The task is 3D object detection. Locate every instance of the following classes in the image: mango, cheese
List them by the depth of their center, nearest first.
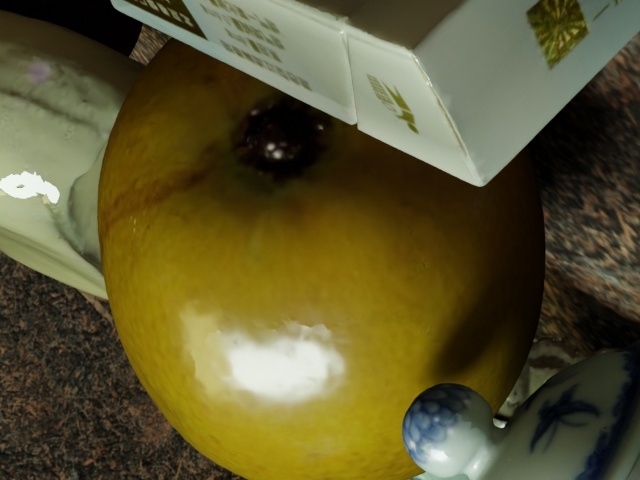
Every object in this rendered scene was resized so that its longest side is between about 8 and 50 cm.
[{"bbox_3d":[0.000,0.000,0.854,0.378,0.221,0.264,99,159,-85],"label":"mango"},{"bbox_3d":[-0.185,-0.056,1.005,0.233,0.127,0.266,17,167,27],"label":"cheese"}]

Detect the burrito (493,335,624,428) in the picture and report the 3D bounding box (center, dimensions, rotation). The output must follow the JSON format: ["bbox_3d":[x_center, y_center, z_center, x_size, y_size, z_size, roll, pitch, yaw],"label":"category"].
[{"bbox_3d":[0.179,0.167,1.041,0.175,0.107,0.348,7,151,29],"label":"burrito"}]

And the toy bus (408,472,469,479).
[{"bbox_3d":[0.074,0.111,1.168,0.164,0.133,0.276,31,160,47],"label":"toy bus"}]

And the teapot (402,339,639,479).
[{"bbox_3d":[0.157,0.143,0.673,0.280,0.252,0.424,32,153,-1],"label":"teapot"}]

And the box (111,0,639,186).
[{"bbox_3d":[0.022,-0.127,0.595,0.243,0.155,0.067,32,163,47],"label":"box"}]

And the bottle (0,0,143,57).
[{"bbox_3d":[-0.188,-0.183,1.083,0.144,0.144,0.336,45,168,1],"label":"bottle"}]
